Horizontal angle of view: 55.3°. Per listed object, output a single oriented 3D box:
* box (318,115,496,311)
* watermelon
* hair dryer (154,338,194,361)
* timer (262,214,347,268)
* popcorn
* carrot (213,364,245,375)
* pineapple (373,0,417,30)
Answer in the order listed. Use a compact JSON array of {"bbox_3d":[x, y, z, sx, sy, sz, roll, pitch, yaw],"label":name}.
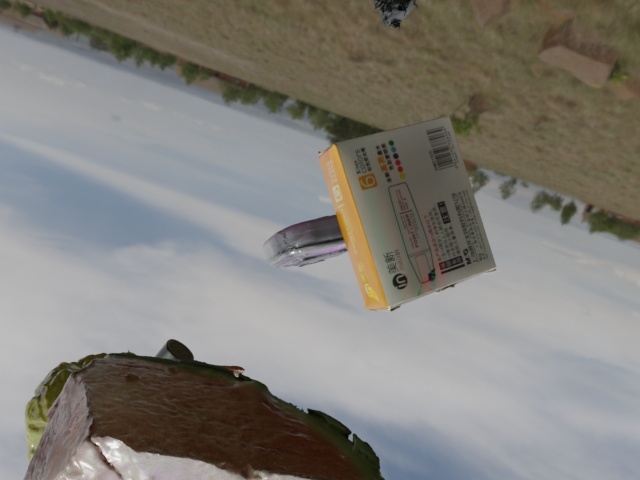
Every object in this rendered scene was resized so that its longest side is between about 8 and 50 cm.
[{"bbox_3d":[0.139,-0.044,0.977,0.221,0.273,0.091,-15,178,-20],"label":"box"},{"bbox_3d":[-0.125,0.203,0.589,0.292,0.319,0.222,19,-145,-15],"label":"watermelon"},{"bbox_3d":[-0.327,0.358,1.470,0.248,0.195,0.078,31,-166,-40],"label":"hair dryer"},{"bbox_3d":[0.000,0.000,1.184,0.209,0.069,0.191,-14,172,-22],"label":"timer"},{"bbox_3d":[-0.336,0.271,0.929,0.184,0.204,0.221,-5,-166,20],"label":"popcorn"},{"bbox_3d":[-0.334,0.412,1.913,0.224,0.057,0.057,-5,-177,17],"label":"carrot"},{"bbox_3d":[0.130,-0.542,1.151,0.158,0.278,0.158,-6,-164,2],"label":"pineapple"}]
